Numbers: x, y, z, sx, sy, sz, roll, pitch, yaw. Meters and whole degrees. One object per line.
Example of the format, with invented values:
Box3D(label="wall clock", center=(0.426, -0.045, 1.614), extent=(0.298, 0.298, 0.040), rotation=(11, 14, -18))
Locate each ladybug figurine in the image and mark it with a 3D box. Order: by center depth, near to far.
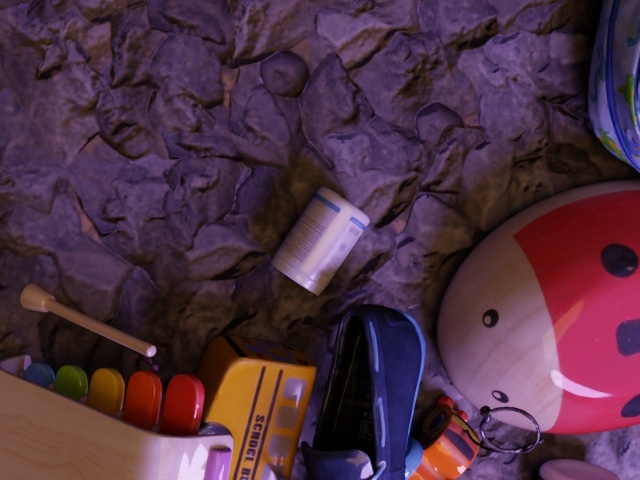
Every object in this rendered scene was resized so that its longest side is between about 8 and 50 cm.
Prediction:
Box3D(label="ladybug figurine", center=(0.364, 0.085, 1.251), extent=(0.449, 0.162, 0.305), rotation=(-16, 103, -11))

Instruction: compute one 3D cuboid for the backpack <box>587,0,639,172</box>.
Box3D(label="backpack", center=(0.449, -0.233, 1.193), extent=(0.290, 0.273, 0.356), rotation=(19, 105, -22))

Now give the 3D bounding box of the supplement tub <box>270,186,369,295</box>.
Box3D(label="supplement tub", center=(0.000, 0.000, 1.190), extent=(0.071, 0.071, 0.107), rotation=(35, 90, -17))

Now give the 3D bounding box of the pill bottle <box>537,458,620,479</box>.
Box3D(label="pill bottle", center=(0.313, 0.376, 1.317), extent=(0.103, 0.103, 0.184), rotation=(5, 98, -15))

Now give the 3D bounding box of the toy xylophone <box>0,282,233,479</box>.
Box3D(label="toy xylophone", center=(-0.226, 0.182, 1.050), extent=(0.081, 0.322, 0.236), rotation=(1, 110, -56))

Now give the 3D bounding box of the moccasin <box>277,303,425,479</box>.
Box3D(label="moccasin", center=(0.021, 0.235, 1.138), extent=(0.116, 0.137, 0.342), rotation=(25, 67, -49))

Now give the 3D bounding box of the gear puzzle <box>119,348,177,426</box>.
Box3D(label="gear puzzle", center=(-0.192, 0.300, 1.141), extent=(0.044, 0.175, 0.339), rotation=(6, 98, -33))

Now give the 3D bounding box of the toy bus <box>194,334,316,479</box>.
Box3D(label="toy bus", center=(-0.112, 0.280, 1.189), extent=(0.130, 0.108, 0.333), rotation=(12, 96, -21))

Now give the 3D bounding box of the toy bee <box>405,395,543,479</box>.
Box3D(label="toy bee", center=(0.132, 0.267, 1.243), extent=(0.298, 0.162, 0.195), rotation=(-19, 107, 17))
